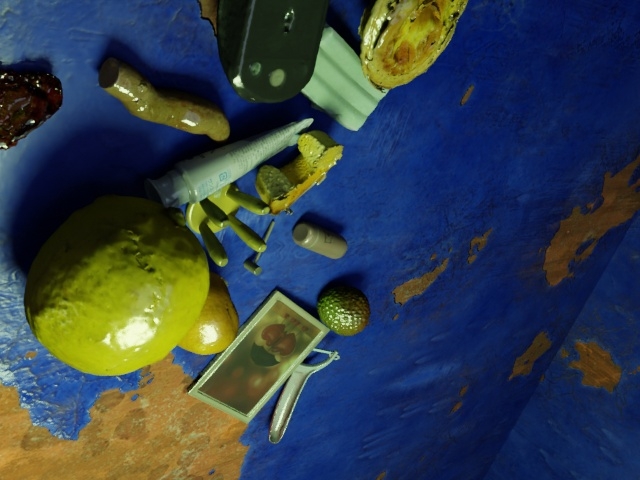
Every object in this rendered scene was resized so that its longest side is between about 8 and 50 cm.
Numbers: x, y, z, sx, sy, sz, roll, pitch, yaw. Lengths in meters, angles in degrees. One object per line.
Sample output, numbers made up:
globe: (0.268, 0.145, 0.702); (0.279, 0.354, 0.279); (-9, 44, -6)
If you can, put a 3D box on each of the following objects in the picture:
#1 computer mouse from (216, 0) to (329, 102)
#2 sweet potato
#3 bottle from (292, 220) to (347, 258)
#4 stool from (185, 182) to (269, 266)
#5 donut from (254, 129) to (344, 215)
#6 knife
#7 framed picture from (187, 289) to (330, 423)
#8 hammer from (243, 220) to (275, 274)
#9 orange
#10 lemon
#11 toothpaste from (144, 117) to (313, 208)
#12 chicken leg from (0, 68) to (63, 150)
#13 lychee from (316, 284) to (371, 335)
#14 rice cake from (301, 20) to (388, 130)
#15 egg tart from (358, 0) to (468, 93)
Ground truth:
computer mouse: (-0.075, -0.345, 1.123); (0.170, 0.100, 0.269); (-11, 124, -46)
sweet potato: (-0.213, -0.197, 1.149); (0.281, 0.059, 0.067); (18, 118, -50)
bottle: (0.000, 0.000, 1.549); (0.140, 0.053, 0.053); (22, 106, -52)
stool: (-0.160, -0.034, 1.307); (0.134, 0.110, 0.135); (-50, 143, 2)
donut: (-0.041, -0.124, 1.353); (0.181, 0.078, 0.146); (-45, 170, 2)
knife: (-0.057, 0.364, 1.807); (0.123, 0.053, 0.277); (18, 108, -23)
framed picture: (-0.132, 0.259, 1.651); (0.289, 0.020, 0.211); (-48, 134, 0)
hammer: (-0.115, 0.012, 1.467); (0.019, 0.036, 0.110); (13, 103, -51)
orange: (-0.218, 0.133, 1.373); (0.134, 0.156, 0.156); (-11, 133, -13)
lemon: (-0.306, 0.071, 1.134); (0.284, 0.260, 0.260); (-27, 141, -2)
toothpaste: (-0.148, -0.132, 1.263); (0.299, 0.073, 0.114); (-29, 173, -27)
chicken leg: (-0.429, -0.159, 0.974); (0.205, 0.053, 0.093); (-42, 120, -21)
lychee: (0.059, 0.158, 1.704); (0.147, 0.114, 0.114); (24, 105, -32)
rice cake: (0.031, -0.282, 1.334); (0.127, 0.043, 0.237); (-53, 144, 4)
egg tart: (0.151, -0.395, 1.292); (0.297, 0.132, 0.297); (-40, 154, -24)
